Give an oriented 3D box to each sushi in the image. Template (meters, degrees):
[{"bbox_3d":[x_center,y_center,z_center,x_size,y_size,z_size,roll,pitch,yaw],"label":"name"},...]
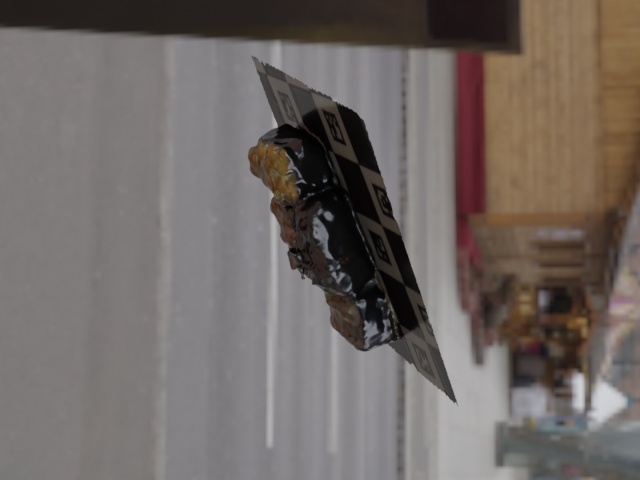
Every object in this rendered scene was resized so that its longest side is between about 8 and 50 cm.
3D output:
[{"bbox_3d":[0.000,0.000,0.985,0.192,0.051,0.215,38,-28,61],"label":"sushi"}]
